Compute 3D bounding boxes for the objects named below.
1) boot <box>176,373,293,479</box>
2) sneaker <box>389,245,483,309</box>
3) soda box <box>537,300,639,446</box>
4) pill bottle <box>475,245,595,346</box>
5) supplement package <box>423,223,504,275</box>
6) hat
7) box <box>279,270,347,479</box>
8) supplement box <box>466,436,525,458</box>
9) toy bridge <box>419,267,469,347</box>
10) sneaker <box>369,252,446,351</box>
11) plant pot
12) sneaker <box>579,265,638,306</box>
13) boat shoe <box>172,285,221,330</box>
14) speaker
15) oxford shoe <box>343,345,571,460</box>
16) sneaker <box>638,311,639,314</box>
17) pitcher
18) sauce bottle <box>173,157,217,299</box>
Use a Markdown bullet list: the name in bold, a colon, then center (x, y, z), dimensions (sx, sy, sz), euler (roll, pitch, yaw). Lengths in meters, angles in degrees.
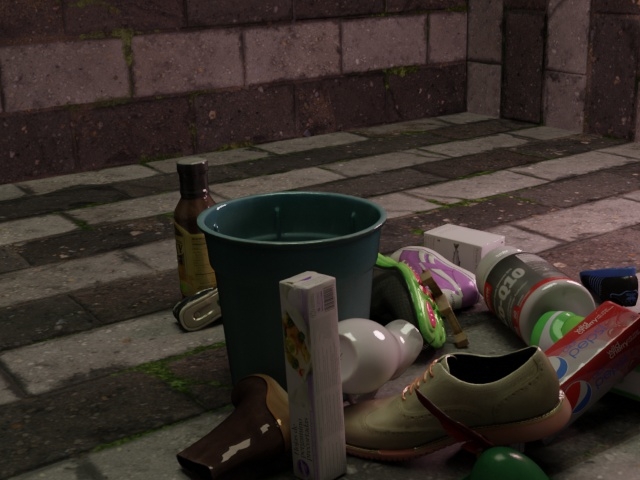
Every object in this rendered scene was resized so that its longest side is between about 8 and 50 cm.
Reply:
- **boot**: center (-0.147, 0.304, 1.501), dimensions (0.206, 0.090, 0.248), euler (-21, 15, -29)
- **sneaker**: center (0.223, 0.092, 2.123), dimensions (0.161, 0.102, 0.282), euler (-18, 24, -34)
- **soda box**: center (0.431, 0.219, 1.538), dimensions (0.263, 0.083, 0.092), euler (-38, 27, -11)
- **pill bottle**: center (0.438, 0.116, 1.922), dimensions (0.161, 0.161, 0.283), euler (-5, 17, -12)
- **supplement package**: center (0.357, 0.033, 2.285), dimensions (0.179, 0.105, 0.105), euler (15, 23, 43)
- **hat**: center (0.267, 0.301, 1.310), dimensions (0.208, 0.184, 0.173), euler (-11, 20, -28)
- **box**: center (-0.010, 0.210, 1.389), dimensions (0.067, 0.324, 0.063), euler (-19, 21, -42)
- **supplement box**: center (0.284, 0.319, 1.485), dimensions (0.083, 0.043, 0.055), euler (-4, 17, -11)
- **toy bridge**: center (0.248, 0.129, 1.858), dimensions (0.026, 0.188, 0.063), euler (-27, 24, 9)
- **sneaker**: center (0.098, 0.124, 1.976), dimensions (0.202, 0.185, 0.483), euler (-41, 36, -9)
- **plant pot**: center (-0.045, 0.111, 1.693), dimensions (0.341, 0.334, 0.341), euler (-2, 17, 1)
- **sneaker**: center (0.653, 0.108, 2.085), dimensions (0.081, 0.091, 0.232), euler (-4, -4, -3)
- **boat shoe**: center (-0.217, 0.129, 2.047), dimensions (0.233, 0.084, 0.079), euler (-21, 14, -22)
- **speaker**: center (0.534, 0.216, 1.659), dimensions (0.131, 0.131, 0.296), euler (-18, 24, -42)
- **oxford shoe**: center (0.185, 0.246, 1.458), dimensions (0.396, 0.147, 0.140), euler (-15, 21, 19)
- **sneaker**: center (0.626, 0.158, 1.785), dimensions (0.101, 0.153, 0.268), euler (-15, 22, -37)
- **pitcher**: center (0.069, 0.217, 1.560), dimensions (0.125, 0.178, 0.207), euler (34, 14, 29)
- **sauce bottle**: center (-0.278, -0.016, 2.097), dimensions (0.111, 0.345, 0.111), euler (-3, 15, 1)
